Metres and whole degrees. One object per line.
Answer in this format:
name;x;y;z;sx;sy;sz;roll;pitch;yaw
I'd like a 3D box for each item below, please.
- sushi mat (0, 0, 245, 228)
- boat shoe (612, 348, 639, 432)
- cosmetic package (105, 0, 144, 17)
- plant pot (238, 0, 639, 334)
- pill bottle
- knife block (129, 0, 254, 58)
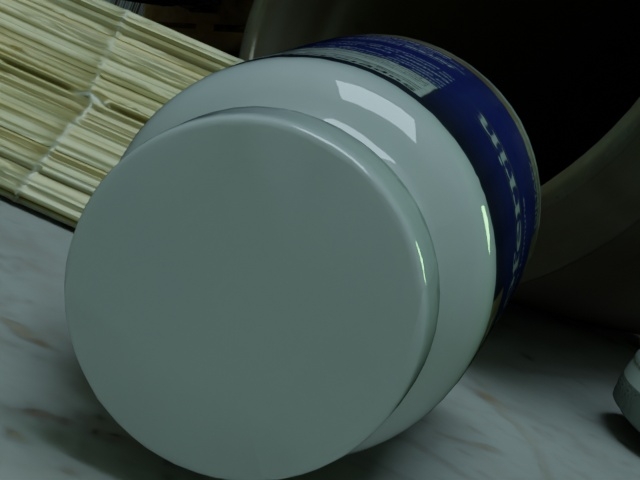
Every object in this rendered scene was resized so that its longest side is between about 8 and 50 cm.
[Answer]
sushi mat;-0.122;-0.068;0.970;0.317;0.019;0.151;24;45;2
boat shoe;0.310;0.106;0.990;0.320;0.103;0.118;23;13;-5
cosmetic package;-0.175;-0.199;1.421;0.117;0.085;0.231;16;13;-32
plant pot;0.162;-0.082;1.129;0.280;0.323;0.323;33;4;-41
pill bottle;0.000;0.000;0.767;0.153;0.153;0.265;25;14;7
knife block;-0.058;-0.105;1.235;0.088;0.242;0.275;7;-39;22
